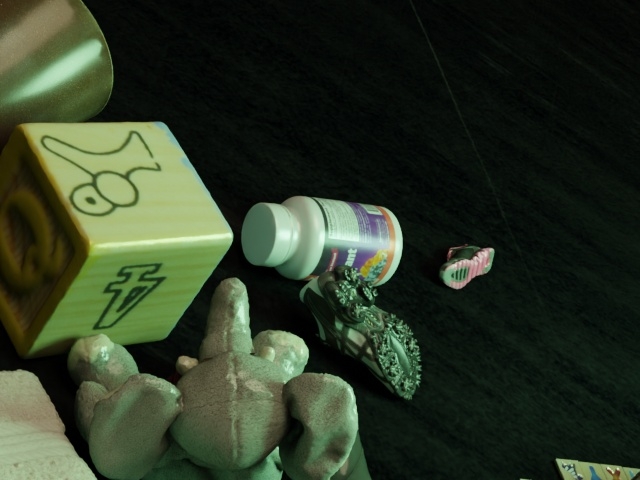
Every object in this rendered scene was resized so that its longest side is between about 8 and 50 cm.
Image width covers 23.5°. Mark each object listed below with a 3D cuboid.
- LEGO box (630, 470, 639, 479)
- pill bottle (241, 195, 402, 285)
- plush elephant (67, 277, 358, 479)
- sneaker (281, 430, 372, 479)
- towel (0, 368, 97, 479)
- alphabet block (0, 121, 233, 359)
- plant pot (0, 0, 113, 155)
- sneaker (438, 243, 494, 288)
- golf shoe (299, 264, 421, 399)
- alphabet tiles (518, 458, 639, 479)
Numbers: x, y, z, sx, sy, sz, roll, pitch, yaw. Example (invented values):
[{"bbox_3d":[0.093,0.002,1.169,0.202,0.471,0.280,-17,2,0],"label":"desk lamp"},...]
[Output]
[{"bbox_3d":[0.657,0.423,1.963,0.500,0.193,0.372,1,47,-41],"label":"LEGO box"},{"bbox_3d":[0.000,0.000,1.980,0.193,0.108,0.108,6,45,-35],"label":"pill bottle"},{"bbox_3d":[-0.104,0.166,1.546,0.272,0.255,0.330,6,49,-16],"label":"plush elephant"},{"bbox_3d":[0.012,0.281,1.687,0.130,0.109,0.286,32,41,-22],"label":"sneaker"},{"bbox_3d":[-0.343,0.194,1.368,0.282,0.049,0.187,-3,43,-40],"label":"towel"},{"bbox_3d":[-0.249,-0.005,1.699,0.197,0.193,0.192,-4,50,-43],"label":"alphabet block"},{"bbox_3d":[-0.398,-0.178,1.791,0.215,0.215,0.230,40,48,5],"label":"plant pot"},{"bbox_3d":[0.194,0.032,2.176,0.057,0.047,0.119,28,28,29],"label":"sneaker"},{"bbox_3d":[0.051,0.118,1.920,0.198,0.094,0.077,57,46,-16],"label":"golf shoe"},{"bbox_3d":[0.361,0.362,1.953,0.237,0.009,0.198,12,42,-32],"label":"alphabet tiles"}]
